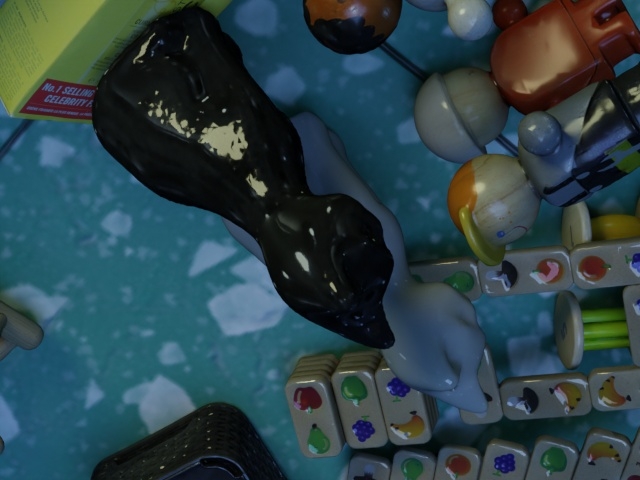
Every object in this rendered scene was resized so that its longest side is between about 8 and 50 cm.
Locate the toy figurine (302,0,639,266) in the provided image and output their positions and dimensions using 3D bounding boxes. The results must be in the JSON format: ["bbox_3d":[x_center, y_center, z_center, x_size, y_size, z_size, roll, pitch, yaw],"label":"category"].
[{"bbox_3d":[0.081,-0.115,0.789,0.148,0.209,0.213,-30,115,15],"label":"toy figurine"}]

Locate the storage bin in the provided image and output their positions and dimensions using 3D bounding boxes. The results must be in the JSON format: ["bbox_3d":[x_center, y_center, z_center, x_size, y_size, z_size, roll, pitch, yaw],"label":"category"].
[{"bbox_3d":[-0.068,0.216,0.988,0.122,0.084,0.180,-29,107,8],"label":"storage bin"}]

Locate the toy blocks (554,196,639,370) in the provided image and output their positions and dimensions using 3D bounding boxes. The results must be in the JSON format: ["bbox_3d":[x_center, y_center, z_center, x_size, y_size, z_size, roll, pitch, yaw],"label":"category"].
[{"bbox_3d":[0.232,0.025,0.959,0.148,0.054,0.123,-3,115,-5],"label":"toy blocks"}]

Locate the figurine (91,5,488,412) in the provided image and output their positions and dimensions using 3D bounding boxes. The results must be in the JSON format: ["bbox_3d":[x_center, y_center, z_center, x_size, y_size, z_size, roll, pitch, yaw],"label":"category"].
[{"bbox_3d":[0.000,0.000,0.802,0.092,0.209,0.215,-45,145,5],"label":"figurine"}]

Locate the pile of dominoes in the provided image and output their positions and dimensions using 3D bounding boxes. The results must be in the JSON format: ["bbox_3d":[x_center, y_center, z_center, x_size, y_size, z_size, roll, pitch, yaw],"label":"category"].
[{"bbox_3d":[0.107,0.105,0.948,0.251,0.040,0.196,-7,111,17],"label":"pile of dominoes"}]

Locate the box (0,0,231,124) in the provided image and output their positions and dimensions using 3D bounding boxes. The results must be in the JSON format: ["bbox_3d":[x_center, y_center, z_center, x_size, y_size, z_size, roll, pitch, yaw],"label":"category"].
[{"bbox_3d":[-0.084,-0.154,0.781,0.232,0.058,0.087,-41,155,31],"label":"box"}]

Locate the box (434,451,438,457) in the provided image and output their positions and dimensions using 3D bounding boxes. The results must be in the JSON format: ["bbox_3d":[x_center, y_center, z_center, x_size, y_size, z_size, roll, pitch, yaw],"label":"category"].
[{"bbox_3d":[0.085,0.241,1.061,0.116,0.029,0.162,29,111,-18],"label":"box"}]

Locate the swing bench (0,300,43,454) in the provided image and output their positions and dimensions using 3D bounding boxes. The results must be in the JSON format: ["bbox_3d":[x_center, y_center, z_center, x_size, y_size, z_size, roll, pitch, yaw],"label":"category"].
[{"bbox_3d":[-0.349,0.085,0.868,0.253,0.165,0.254,-42,108,14],"label":"swing bench"}]
